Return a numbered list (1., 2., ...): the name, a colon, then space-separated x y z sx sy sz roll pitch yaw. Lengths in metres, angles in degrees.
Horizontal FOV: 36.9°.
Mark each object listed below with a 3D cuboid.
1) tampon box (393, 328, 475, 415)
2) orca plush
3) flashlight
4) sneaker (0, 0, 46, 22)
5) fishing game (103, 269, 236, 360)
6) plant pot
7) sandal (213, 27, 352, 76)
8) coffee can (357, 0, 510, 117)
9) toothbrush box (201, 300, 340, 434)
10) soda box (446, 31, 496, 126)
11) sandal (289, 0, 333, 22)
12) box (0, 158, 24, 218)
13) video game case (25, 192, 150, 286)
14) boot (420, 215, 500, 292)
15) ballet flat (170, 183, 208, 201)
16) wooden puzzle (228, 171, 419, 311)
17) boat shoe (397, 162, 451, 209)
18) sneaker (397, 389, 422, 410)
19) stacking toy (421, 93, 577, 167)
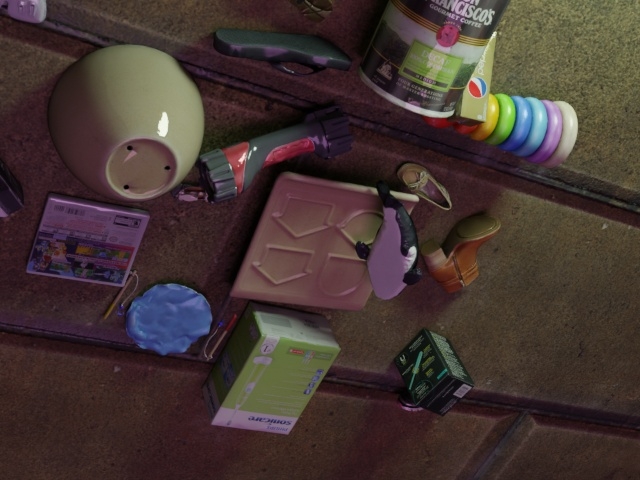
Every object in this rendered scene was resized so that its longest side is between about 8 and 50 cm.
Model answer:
1. tampon box: 0.274 0.320 2.329 0.101 0.161 0.120 28 114 -35
2. orca plush: 0.155 -0.008 1.999 0.102 0.151 0.287 -49 137 -40
3. flashlight: -0.083 -0.160 1.835 0.304 0.103 0.103 -19 148 -19
4. sneaker: -0.555 -0.363 1.503 0.210 0.137 0.366 20 114 -29
5. fishing game: -0.326 0.168 2.067 0.264 0.041 0.189 22 114 -23
6. plant pot: -0.332 -0.176 1.699 0.284 0.191 0.284 -10 129 -13
7. sandal: -0.069 -0.338 1.743 0.254 0.097 0.055 6 123 -12
8. coffee can: 0.211 -0.390 1.732 0.201 0.202 0.275 9 123 -26
9. toothbrush box: -0.116 0.296 2.189 0.206 0.122 0.283 13 120 -29
10. soda box: 0.291 -0.316 1.845 0.058 0.061 0.182 9 84 -19
11. sandal: -0.037 -0.455 1.694 0.072 0.049 0.180 -32 145 12
12. box: -0.722 -0.093 1.690 0.307 0.077 0.242 -26 131 0
13. video game case: -0.460 0.002 1.896 0.201 0.023 0.184 11 121 -27
14. boot: 0.338 0.033 2.194 0.197 0.073 0.152 -24 131 14
15. ballet flat: -0.239 -0.092 1.898 0.114 0.041 0.041 -2 127 -20
16. wooden puzzle: 0.000 0.000 2.041 0.322 0.081 0.348 9 127 -26
17. boat shoe: 0.225 -0.114 2.050 0.056 0.048 0.153 -43 129 14
18. sneaker: 0.274 0.380 2.442 0.170 0.063 0.075 -11 130 -19
19. stacking toy: 0.352 -0.244 1.950 0.330 0.141 0.141 9 122 -22
